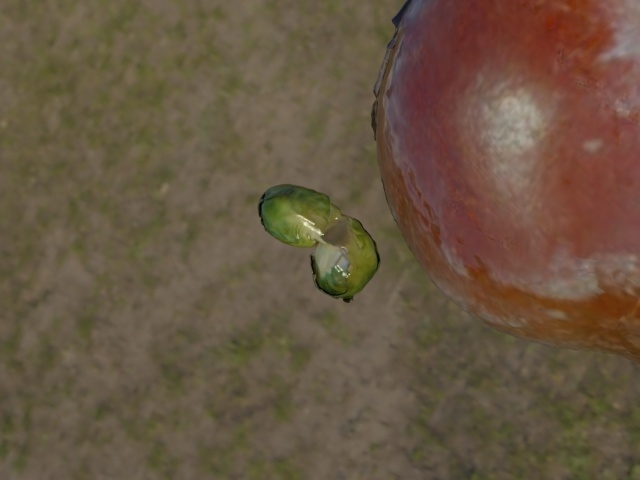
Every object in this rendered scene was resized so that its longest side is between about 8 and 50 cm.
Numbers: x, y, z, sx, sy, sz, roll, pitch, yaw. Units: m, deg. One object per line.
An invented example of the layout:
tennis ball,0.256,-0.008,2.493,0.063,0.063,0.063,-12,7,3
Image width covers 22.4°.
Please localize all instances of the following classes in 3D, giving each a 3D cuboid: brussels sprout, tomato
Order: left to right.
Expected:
brussels sprout,0.000,-0.001,0.976,0.051,0.083,0.046,-33,21,44
tomato,0.138,-0.025,0.547,0.155,0.214,0.181,-118,30,-44
